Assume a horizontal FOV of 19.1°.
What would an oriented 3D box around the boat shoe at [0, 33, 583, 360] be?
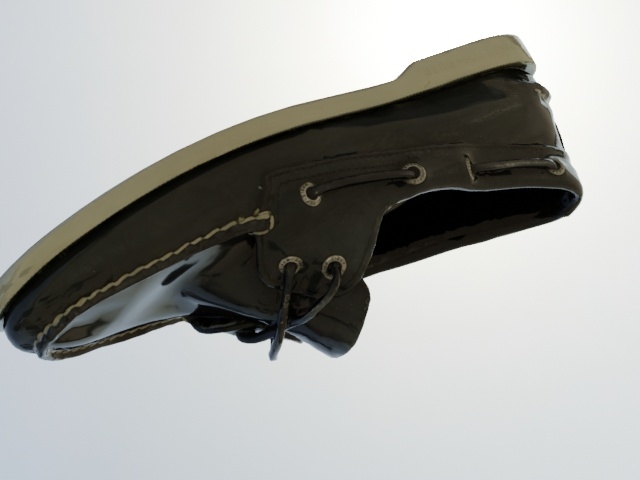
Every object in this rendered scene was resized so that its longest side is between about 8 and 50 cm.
[{"bbox_3d":[-0.001,0.002,0.953,0.340,0.127,0.113,-23,-105,-37],"label":"boat shoe"}]
